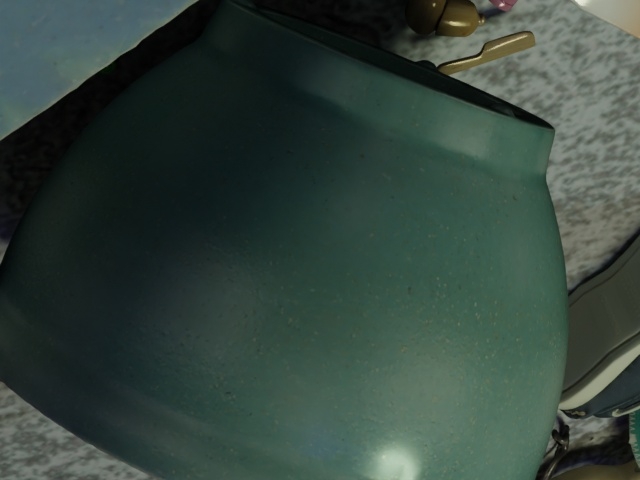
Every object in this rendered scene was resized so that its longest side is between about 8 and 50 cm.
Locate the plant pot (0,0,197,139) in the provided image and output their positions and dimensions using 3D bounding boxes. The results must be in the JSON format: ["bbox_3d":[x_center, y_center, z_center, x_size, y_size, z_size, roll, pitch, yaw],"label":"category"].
[{"bbox_3d":[-0.132,-0.213,0.579,0.247,0.248,0.252,-33,123,13],"label":"plant pot"}]

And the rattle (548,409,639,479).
[{"bbox_3d":[0.223,0.217,1.283,0.130,0.142,0.199,39,120,-9],"label":"rattle"}]

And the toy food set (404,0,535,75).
[{"bbox_3d":[0.076,-0.144,0.917,0.078,0.019,0.122,-19,133,-5],"label":"toy food set"}]

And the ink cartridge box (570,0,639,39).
[{"bbox_3d":[0.148,-0.186,0.868,0.179,0.045,0.145,17,119,-41],"label":"ink cartridge box"}]

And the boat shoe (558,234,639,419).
[{"bbox_3d":[0.243,0.036,1.136,0.079,0.095,0.254,21,126,-38],"label":"boat shoe"}]

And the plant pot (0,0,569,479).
[{"bbox_3d":[0.000,0.000,0.870,0.293,0.293,0.196,15,102,-36],"label":"plant pot"}]

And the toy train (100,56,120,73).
[{"bbox_3d":[-0.140,-0.091,0.878,0.083,0.017,0.023,-8,129,-16],"label":"toy train"}]

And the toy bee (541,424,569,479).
[{"bbox_3d":[0.049,0.222,1.199,0.162,0.298,0.195,22,112,7],"label":"toy bee"}]
